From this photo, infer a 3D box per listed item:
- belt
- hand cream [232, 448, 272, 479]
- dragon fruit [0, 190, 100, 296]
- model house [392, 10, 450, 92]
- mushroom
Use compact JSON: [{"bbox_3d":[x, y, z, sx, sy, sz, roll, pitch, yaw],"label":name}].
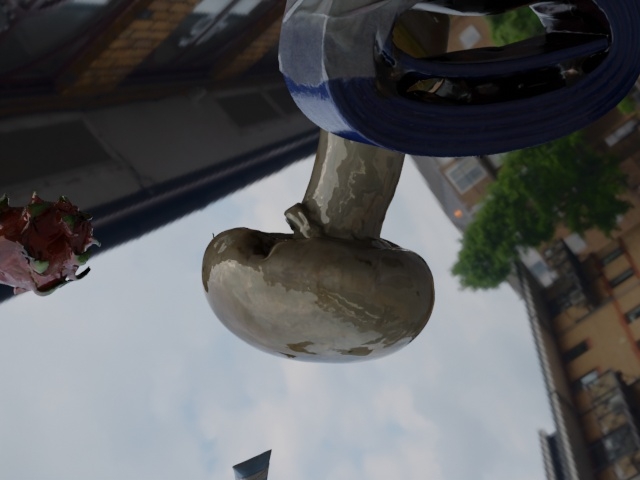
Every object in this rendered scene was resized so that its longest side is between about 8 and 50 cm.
[{"bbox_3d":[0.140,-0.190,0.833,0.117,0.347,0.212,-149,53,-63],"label":"belt"},{"bbox_3d":[-0.103,0.373,1.309,0.065,0.170,0.043,-20,-136,-27],"label":"hand cream"},{"bbox_3d":[-0.430,0.017,1.243,0.137,0.236,0.135,81,173,-58],"label":"dragon fruit"},{"bbox_3d":[0.048,-0.300,1.189,0.239,0.173,0.268,44,-147,-29],"label":"model house"},{"bbox_3d":[0.000,0.000,1.078,0.292,0.293,0.289,-3,-81,-67],"label":"mushroom"}]
